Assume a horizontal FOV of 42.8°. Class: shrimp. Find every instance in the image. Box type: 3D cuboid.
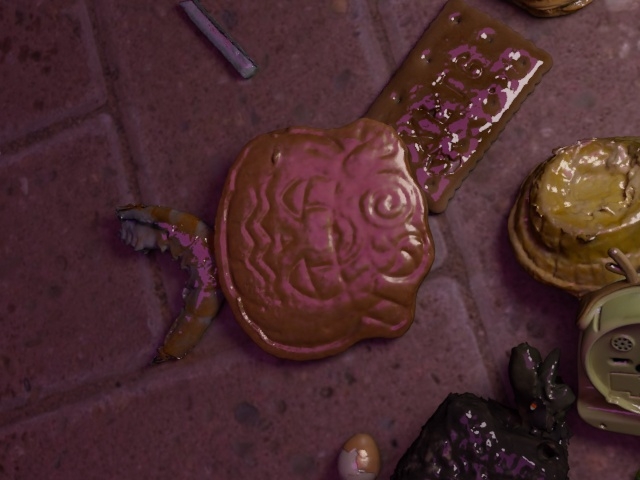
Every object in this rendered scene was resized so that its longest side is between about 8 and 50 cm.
[{"bbox_3d":[-0.247,0.059,1.429,0.185,0.068,0.287,-16,88,13],"label":"shrimp"}]

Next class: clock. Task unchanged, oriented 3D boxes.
[{"bbox_3d":[0.460,0.142,1.105,0.235,0.308,0.096,3,39,29],"label":"clock"}]

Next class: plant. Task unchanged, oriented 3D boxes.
[{"bbox_3d":[0.266,0.295,1.176,0.213,0.215,0.312,43,92,19],"label":"plant"}]

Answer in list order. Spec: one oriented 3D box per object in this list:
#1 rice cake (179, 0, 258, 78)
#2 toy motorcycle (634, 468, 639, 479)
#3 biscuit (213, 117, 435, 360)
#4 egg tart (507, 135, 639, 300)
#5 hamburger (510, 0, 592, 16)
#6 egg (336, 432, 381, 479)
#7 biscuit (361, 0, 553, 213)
[{"bbox_3d":[-0.184,-0.370,1.478,0.033,0.033,0.207,-46,73,15],"label":"rice cake"},{"bbox_3d":[0.602,0.408,1.099,0.326,0.191,0.200,1,86,1],"label":"toy motorcycle"},{"bbox_3d":[-0.001,0.000,1.335,0.365,0.062,0.385,-8,90,12],"label":"biscuit"},{"bbox_3d":[0.412,-0.051,1.191,0.290,0.115,0.290,-14,57,22],"label":"egg tart"},{"bbox_3d":[0.372,-0.462,1.309,0.214,0.108,0.214,-4,79,19],"label":"hamburger"},{"bbox_3d":[0.061,0.349,1.296,0.071,0.071,0.083,2,80,15],"label":"egg"},{"bbox_3d":[0.207,-0.226,1.350,0.217,0.044,0.325,38,93,15],"label":"biscuit"}]
